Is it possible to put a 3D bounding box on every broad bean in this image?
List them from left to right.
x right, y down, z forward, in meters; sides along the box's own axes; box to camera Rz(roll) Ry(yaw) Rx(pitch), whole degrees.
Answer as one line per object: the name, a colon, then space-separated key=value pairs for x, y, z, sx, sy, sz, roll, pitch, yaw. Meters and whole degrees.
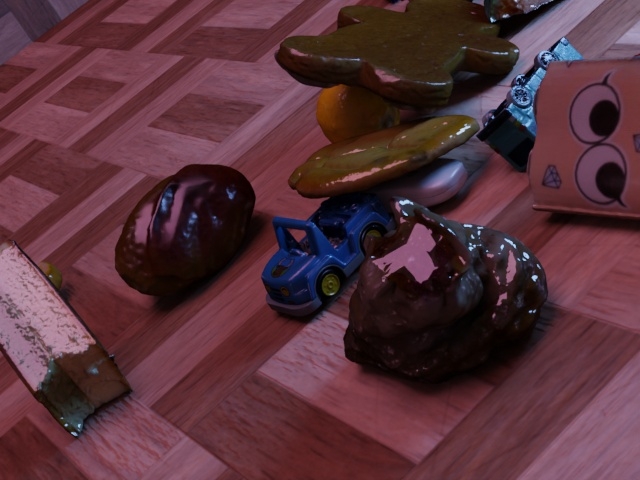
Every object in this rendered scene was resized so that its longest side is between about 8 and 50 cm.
broad bean: x=-0.191 y=-0.013 z=1.686 sx=0.228 sy=0.156 sz=0.122 roll=-50 pitch=-11 yaw=-18

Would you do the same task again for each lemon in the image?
lemon: x=0.056 y=-0.183 z=1.713 sx=0.114 sy=0.114 sz=0.155 roll=-38 pitch=31 yaw=-11

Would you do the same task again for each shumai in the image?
shumai: x=0.099 y=0.031 z=1.212 sx=0.218 sy=0.185 sz=0.184 roll=5 pitch=45 yaw=51

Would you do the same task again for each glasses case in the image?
glasses case: x=0.104 y=-0.070 z=1.532 sx=0.193 sy=0.049 sz=0.074 roll=-3 pitch=32 yaw=44

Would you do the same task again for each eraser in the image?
eraser: x=0.349 y=-0.106 z=1.229 sx=0.087 sy=0.171 sz=0.290 roll=2 pitch=4 yaw=-37

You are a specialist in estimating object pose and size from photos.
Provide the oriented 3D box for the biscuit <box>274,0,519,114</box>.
biscuit: x=0.141 y=-0.274 z=1.718 sx=0.283 sy=0.064 sz=0.432 roll=18 pitch=29 yaw=20

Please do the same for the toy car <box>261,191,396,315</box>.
toy car: x=0.000 y=0.000 z=1.472 sx=0.191 sy=0.100 sz=0.097 roll=-46 pitch=29 yaw=-23

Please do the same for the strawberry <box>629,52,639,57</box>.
strawberry: x=0.380 y=-0.188 z=1.393 sx=0.167 sy=0.087 sz=0.208 roll=-7 pitch=35 yaw=44

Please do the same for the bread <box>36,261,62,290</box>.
bread: x=-0.453 y=0.089 z=1.868 sx=0.115 sy=0.056 sz=0.082 roll=-45 pitch=27 yaw=-10

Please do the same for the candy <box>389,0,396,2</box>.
candy: x=0.240 y=-0.547 z=2.186 sx=0.312 sy=0.061 sz=0.088 roll=-30 pitch=31 yaw=4

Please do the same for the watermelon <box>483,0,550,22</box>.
watermelon: x=0.317 y=-0.430 z=1.841 sx=0.231 sy=0.128 sz=0.146 roll=-28 pitch=11 yaw=-15

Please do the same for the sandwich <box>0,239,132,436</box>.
sandwich: x=-0.351 y=0.124 z=1.511 sx=0.108 sy=0.220 sz=0.186 roll=-38 pitch=26 yaw=-13

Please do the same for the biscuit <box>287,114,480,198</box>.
biscuit: x=0.080 y=-0.114 z=1.532 sx=0.260 sy=0.041 sz=0.203 roll=-16 pitch=14 yaw=18

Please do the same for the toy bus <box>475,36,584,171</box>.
toy bus: x=0.274 y=-0.169 z=1.468 sx=0.160 sy=0.092 sz=0.079 roll=-50 pitch=3 yaw=-31

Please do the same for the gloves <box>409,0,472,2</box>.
gloves: x=0.179 y=-0.478 z=2.035 sx=0.145 sy=0.126 sz=0.241 roll=-37 pitch=52 yaw=9
